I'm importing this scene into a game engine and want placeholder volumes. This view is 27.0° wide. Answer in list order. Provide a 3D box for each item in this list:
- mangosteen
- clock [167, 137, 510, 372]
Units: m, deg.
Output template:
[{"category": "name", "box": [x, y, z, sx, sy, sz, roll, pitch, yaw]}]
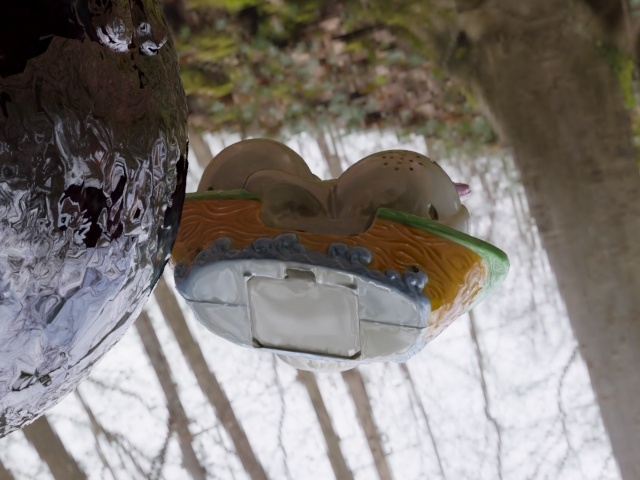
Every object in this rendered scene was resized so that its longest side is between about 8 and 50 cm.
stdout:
[{"category": "mangosteen", "box": [-0.193, -0.042, 0.500, 0.288, 0.288, 0.288, -14, -151, 8]}, {"category": "clock", "box": [0.000, 0.000, 0.804, 0.231, 0.103, 0.144, 8, -144, 12]}]
